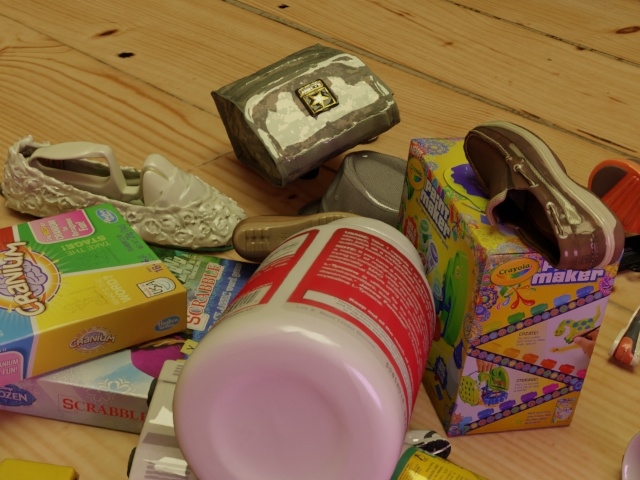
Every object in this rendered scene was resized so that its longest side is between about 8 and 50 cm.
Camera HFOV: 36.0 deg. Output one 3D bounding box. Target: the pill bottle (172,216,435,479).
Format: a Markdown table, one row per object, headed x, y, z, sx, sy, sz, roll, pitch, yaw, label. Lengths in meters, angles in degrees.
| x | y | z | sx | sy | sz | roll | pitch | yaw | label |
| --- | --- | --- | --- | --- | --- | --- | --- | --- | --- |
| 0.007 | 0.116 | 1.109 | 0.229 | 0.229 | 0.408 | 13 | 22 | 10 | pill bottle |

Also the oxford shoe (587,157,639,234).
| x | y | z | sx | sy | sz | roll | pitch | yaw | label |
| --- | --- | --- | --- | --- | --- | --- | --- | --- | --- |
| 0.603 | -0.013 | 1.580 | 0.132 | 0.130 | 0.364 | -12 | 52 | -43 | oxford shoe |

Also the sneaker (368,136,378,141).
| x | y | z | sx | sy | sz | roll | pitch | yaw | label |
| --- | --- | --- | --- | --- | --- | --- | --- | --- | --- |
| 0.000 | -0.300 | 1.959 | 0.283 | 0.124 | 0.107 | 21 | 34 | 23 | sneaker |

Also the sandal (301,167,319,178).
| x | y | z | sx | sy | sz | roll | pitch | yaw | label |
| --- | --- | --- | --- | --- | --- | --- | --- | --- | --- |
| -0.025 | -0.168 | 1.834 | 0.067 | 0.040 | 0.179 | 3 | 46 | 4 | sandal |

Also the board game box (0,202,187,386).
| x | y | z | sx | sy | sz | roll | pitch | yaw | label |
| --- | --- | --- | --- | --- | --- | --- | --- | --- | --- |
| -0.362 | 0.068 | 1.237 | 0.316 | 0.064 | 0.242 | -16 | 38 | -31 | board game box |

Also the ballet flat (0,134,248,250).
| x | y | z | sx | sy | sz | roll | pitch | yaw | label |
| --- | --- | --- | --- | --- | --- | --- | --- | --- | --- |
| -0.311 | -0.080 | 1.546 | 0.408 | 0.147 | 0.147 | 9 | 32 | 3 | ballet flat |

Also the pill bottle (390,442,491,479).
| x | y | z | sx | sy | sz | roll | pitch | yaw | label |
| --- | --- | --- | --- | --- | --- | --- | --- | --- | --- |
| 0.154 | 0.304 | 1.031 | 0.208 | 0.118 | 0.117 | 21 | 35 | 23 | pill bottle |

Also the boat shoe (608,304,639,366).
| x | y | z | sx | sy | sz | roll | pitch | yaw | label |
| --- | --- | --- | --- | --- | --- | --- | --- | --- | --- |
| 0.460 | 0.135 | 1.422 | 0.043 | 0.049 | 0.137 | 26 | 39 | 23 | boat shoe |

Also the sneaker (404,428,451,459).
| x | y | z | sx | sy | sz | roll | pitch | yaw | label |
| --- | --- | --- | --- | --- | --- | --- | --- | --- | --- |
| 0.100 | 0.251 | 1.189 | 0.109 | 0.040 | 0.044 | 0 | 16 | -16 | sneaker |

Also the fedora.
| x | y | z | sx | sy | sz | roll | pitch | yaw | label |
| --- | --- | --- | --- | --- | --- | --- | --- | --- | --- |
| 0.092 | -0.062 | 1.597 | 0.243 | 0.124 | 0.275 | -6 | 34 | -20 | fedora |

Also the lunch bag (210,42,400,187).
| x | y | z | sx | sy | sz | roll | pitch | yaw | label |
| --- | --- | --- | --- | --- | --- | --- | --- | --- | --- |
| -0.025 | -0.215 | 1.684 | 0.235 | 0.169 | 0.287 | -28 | 28 | -14 | lunch bag |

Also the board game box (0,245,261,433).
| x | y | z | sx | sy | sz | roll | pitch | yaw | label |
| --- | --- | --- | --- | --- | --- | --- | --- | --- | --- |
| -0.258 | 0.116 | 1.303 | 0.318 | 0.066 | 0.319 | 9 | 32 | 3 | board game box |

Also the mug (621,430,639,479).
| x | y | z | sx | sy | sz | roll | pitch | yaw | label |
| --- | --- | --- | --- | --- | --- | --- | --- | --- | --- |
| 0.446 | 0.267 | 1.144 | 0.169 | 0.113 | 0.150 | 6 | 25 | -18 | mug |

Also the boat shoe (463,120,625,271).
| x | y | z | sx | sy | sz | roll | pitch | yaw | label |
| --- | --- | --- | --- | --- | --- | --- | --- | --- | --- |
| 0.227 | -0.056 | 1.118 | 0.095 | 0.095 | 0.257 | -17 | 39 | -22 | boat shoe |

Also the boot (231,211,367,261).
| x | y | z | sx | sy | sz | roll | pitch | yaw | label |
| --- | --- | --- | --- | --- | --- | --- | --- | --- | --- |
| 0.000 | 0.000 | 1.432 | 0.248 | 0.090 | 0.207 | 5 | 2 | 5 | boot |

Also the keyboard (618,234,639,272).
| x | y | z | sx | sy | sz | roll | pitch | yaw | label |
| --- | --- | --- | --- | --- | --- | --- | --- | --- | --- |
| 0.506 | 0.032 | 1.621 | 0.180 | 0.023 | 0.108 | -11 | 30 | -25 | keyboard |

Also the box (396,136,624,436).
| x | y | z | sx | sy | sz | roll | pitch | yaw | label |
| --- | --- | --- | --- | --- | --- | --- | --- | --- | --- |
| 0.223 | 0.051 | 1.296 | 0.177 | 0.279 | 0.290 | -2 | 32 | -14 | box |

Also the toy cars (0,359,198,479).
| x | y | z | sx | sy | sz | roll | pitch | yaw | label |
| --- | --- | --- | --- | --- | --- | --- | --- | --- | --- |
| -0.229 | 0.243 | 1.027 | 0.393 | 0.087 | 0.176 | -31 | 56 | -31 | toy cars |
